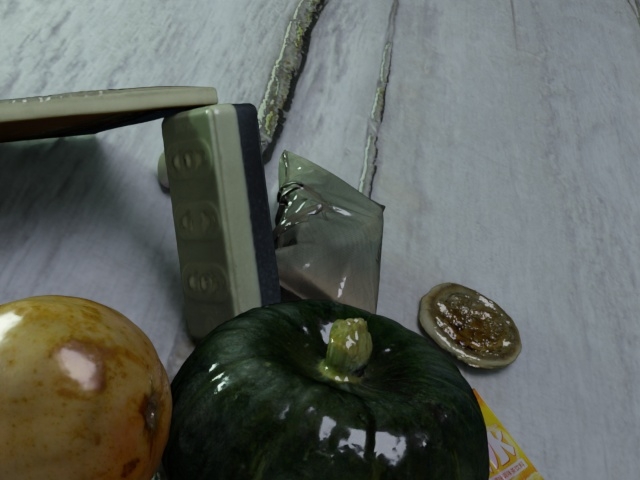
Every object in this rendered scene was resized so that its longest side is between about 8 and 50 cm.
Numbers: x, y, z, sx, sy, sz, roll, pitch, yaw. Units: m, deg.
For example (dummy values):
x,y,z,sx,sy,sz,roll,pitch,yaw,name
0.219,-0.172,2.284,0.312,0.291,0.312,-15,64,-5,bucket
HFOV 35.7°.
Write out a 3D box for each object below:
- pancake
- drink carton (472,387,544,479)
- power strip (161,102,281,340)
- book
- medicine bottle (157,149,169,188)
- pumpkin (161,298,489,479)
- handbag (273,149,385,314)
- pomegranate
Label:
x,y,z,sx,sy,sz,roll,pitch,yaw,name
0.194,0.112,1.278,0.152,0.025,0.151,20,36,-16,pancake
0.183,0.269,1.047,0.096,0.071,0.223,-9,51,-41,drink carton
-0.103,-0.012,1.044,0.070,0.105,0.256,-12,96,-38,power strip
-0.330,-0.119,1.032,0.374,0.262,0.028,-13,95,-43,book
-0.155,-0.089,1.246,0.089,0.052,0.052,0,46,-35,medicine bottle
0.010,0.172,0.899,0.300,0.207,0.300,14,23,-6,pumpkin
0.000,0.000,1.199,0.182,0.117,0.270,34,34,-19,handbag
-0.220,0.142,0.799,0.207,0.207,0.207,19,38,-16,pomegranate
